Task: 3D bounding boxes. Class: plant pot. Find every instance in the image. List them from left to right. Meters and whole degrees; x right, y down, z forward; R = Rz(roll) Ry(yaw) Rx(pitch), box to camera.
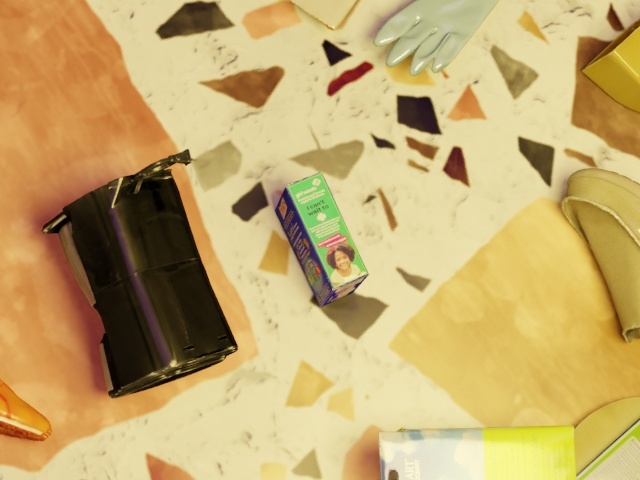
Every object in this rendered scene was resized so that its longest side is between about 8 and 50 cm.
[{"bbox_3d":[0.328,-0.172,1.351,0.081,0.081,0.083,-43,93,-12],"label":"plant pot"}]

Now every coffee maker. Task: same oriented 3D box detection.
[{"bbox_3d":[-0.154,0.038,1.210,0.120,0.171,0.178,-19,82,-26],"label":"coffee maker"}]

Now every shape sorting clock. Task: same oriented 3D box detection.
[{"bbox_3d":[0.315,0.250,1.277,0.206,0.040,0.206,1,75,-3],"label":"shape sorting clock"}]

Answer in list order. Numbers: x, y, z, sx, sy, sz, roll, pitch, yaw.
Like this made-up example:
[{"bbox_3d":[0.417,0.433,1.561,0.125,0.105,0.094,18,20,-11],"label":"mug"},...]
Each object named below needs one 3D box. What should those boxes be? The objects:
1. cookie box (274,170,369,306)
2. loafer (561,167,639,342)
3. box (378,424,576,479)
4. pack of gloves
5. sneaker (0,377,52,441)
[{"bbox_3d":[0.000,0.000,1.273,0.040,0.092,0.107,-23,82,-13],"label":"cookie box"},{"bbox_3d":[0.317,0.047,1.289,0.092,0.102,0.268,-38,85,-18],"label":"loafer"},{"bbox_3d":[0.138,0.221,1.210,0.178,0.042,0.109,0,78,-6],"label":"box"},{"bbox_3d":[0.095,-0.277,1.377,0.195,0.046,0.232,35,74,14],"label":"pack of gloves"},{"bbox_3d":[-0.316,0.125,1.231,0.175,0.064,0.067,32,67,-1],"label":"sneaker"}]
